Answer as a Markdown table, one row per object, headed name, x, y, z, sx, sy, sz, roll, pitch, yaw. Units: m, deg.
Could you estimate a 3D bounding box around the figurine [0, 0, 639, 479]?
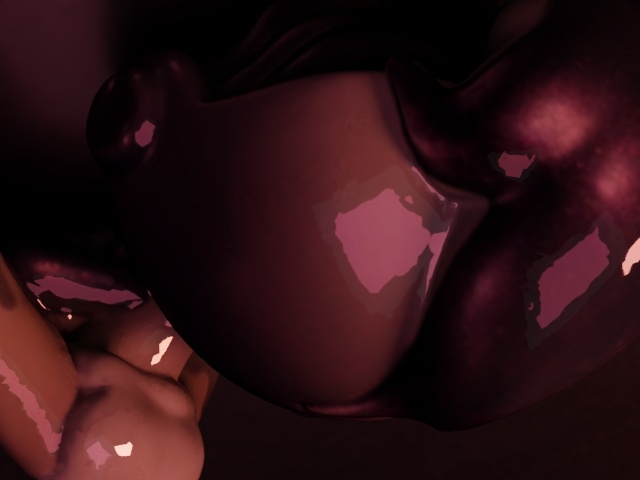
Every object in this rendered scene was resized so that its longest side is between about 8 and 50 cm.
| name | x | y | z | sx | sy | sz | roll | pitch | yaw |
| --- | --- | --- | --- | --- | --- | --- | --- | --- | --- |
| figurine | 0.000 | 0.000 | 0.410 | 0.222 | 0.145 | 0.145 | -33 | 118 | 16 |
